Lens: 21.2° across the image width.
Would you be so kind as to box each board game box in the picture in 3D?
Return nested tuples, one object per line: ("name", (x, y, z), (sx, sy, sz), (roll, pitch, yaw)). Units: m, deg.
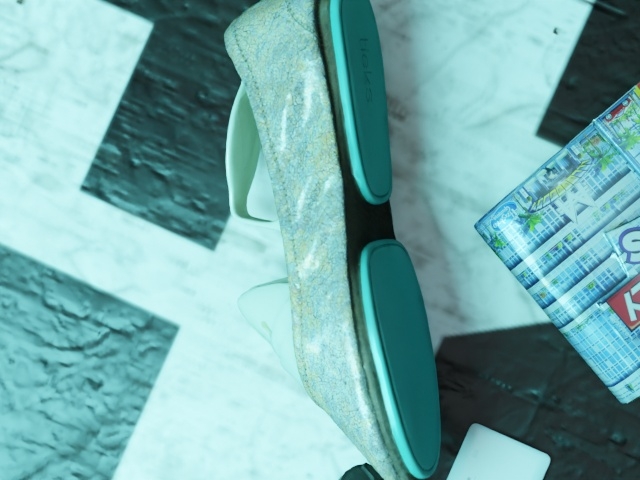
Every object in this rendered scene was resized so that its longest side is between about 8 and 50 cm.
("board game box", (0.227, 0.002, 1.028), (0.194, 0.060, 0.194), (-41, 85, 2))

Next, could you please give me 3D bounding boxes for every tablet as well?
("tablet", (0.102, 0.161, 1.058), (0.054, 0.006, 0.083), (24, 90, 5))

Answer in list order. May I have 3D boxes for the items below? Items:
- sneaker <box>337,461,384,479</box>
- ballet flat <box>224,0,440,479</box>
("sneaker", (-0.068, 0.226, 1.025), (0.271, 0.100, 0.108), (-43, 80, 2))
("ballet flat", (0.000, 0.000, 1.038), (0.106, 0.107, 0.316), (-11, 81, 24))
